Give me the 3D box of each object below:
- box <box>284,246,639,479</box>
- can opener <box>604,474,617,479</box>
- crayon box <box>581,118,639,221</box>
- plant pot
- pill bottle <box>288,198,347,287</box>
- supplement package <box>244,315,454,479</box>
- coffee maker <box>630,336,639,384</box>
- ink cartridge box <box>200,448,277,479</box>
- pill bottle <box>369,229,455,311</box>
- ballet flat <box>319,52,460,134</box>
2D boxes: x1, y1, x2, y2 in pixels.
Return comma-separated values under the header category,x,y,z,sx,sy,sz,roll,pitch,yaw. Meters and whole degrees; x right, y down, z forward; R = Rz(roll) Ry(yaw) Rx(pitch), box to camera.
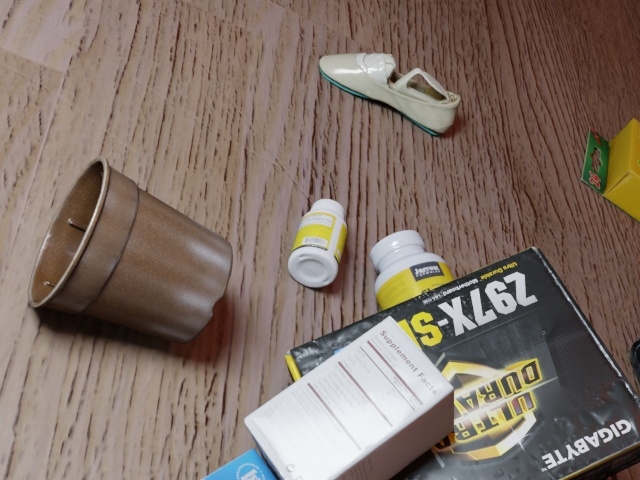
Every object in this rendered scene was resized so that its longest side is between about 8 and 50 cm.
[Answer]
category,x,y,z,sx,sy,sz,roll,pitch,yaw
box,0.156,0.177,1.025,0.322,0.079,0.257,-22,56,-8
can opener,0.357,0.268,1.247,0.073,0.059,0.186,14,46,-28
crayon box,0.651,-0.101,1.797,0.318,0.081,0.202,33,41,-7
plant pot,-0.193,0.022,0.992,0.165,0.167,0.167,26,41,-27
pill bottle,0.000,0.000,1.220,0.065,0.065,0.116,29,41,-12
supplement package,0.032,0.181,0.929,0.179,0.105,0.105,-33,58,-14
coffee maker,0.573,0.189,1.461,0.178,0.120,0.171,17,21,-26
ink cartridge box,-0.055,0.326,0.865,0.134,0.078,0.231,-23,70,-47
pill bottle,0.131,0.081,1.214,0.103,0.103,0.184,1,53,-37
ballet flat,0.121,-0.259,1.540,0.248,0.086,0.086,24,42,-17
